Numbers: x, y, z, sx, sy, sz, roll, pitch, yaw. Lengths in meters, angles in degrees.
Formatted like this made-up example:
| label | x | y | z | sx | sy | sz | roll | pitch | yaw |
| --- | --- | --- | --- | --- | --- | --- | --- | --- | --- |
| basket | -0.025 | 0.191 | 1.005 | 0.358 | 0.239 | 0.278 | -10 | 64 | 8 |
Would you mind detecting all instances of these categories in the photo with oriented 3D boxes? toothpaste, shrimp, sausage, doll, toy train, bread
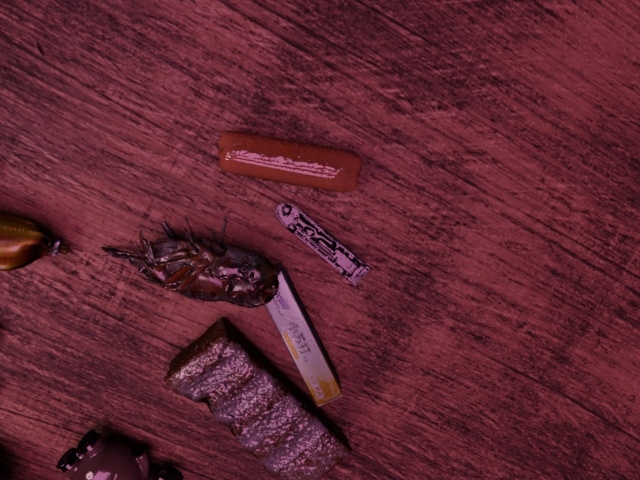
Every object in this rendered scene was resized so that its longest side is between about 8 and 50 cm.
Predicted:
| label | x | y | z | sx | sy | sz | roll | pitch | yaw |
| --- | --- | --- | --- | --- | --- | --- | --- | --- | --- |
| toothpaste | -0.043 | 0.199 | 1.063 | 0.071 | 0.089 | 0.312 | -24 | 104 | 3 |
| shrimp | -0.250 | 0.030 | 0.983 | 0.372 | 0.172 | 0.137 | 22 | 120 | 9 |
| sausage | -0.059 | -0.154 | 0.983 | 0.289 | 0.086 | 0.086 | 8 | 101 | -10 |
| doll | -0.426 | 0.519 | 1.071 | 0.182 | 0.117 | 0.257 | -41 | 102 | -3 |
| toy train | 0.000 | 0.000 | 1.043 | 0.234 | 0.051 | 0.052 | 39 | 95 | -10 |
| bread | -0.125 | 0.363 | 1.077 | 0.165 | 0.113 | 0.416 | -42 | 105 | 5 |
| sausage | -0.632 | -0.008 | 0.908 | 0.318 | 0.117 | 0.125 | 8 | 124 | -30 |
